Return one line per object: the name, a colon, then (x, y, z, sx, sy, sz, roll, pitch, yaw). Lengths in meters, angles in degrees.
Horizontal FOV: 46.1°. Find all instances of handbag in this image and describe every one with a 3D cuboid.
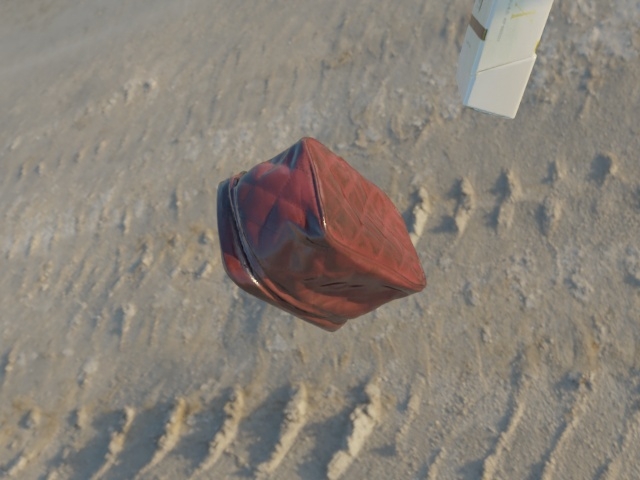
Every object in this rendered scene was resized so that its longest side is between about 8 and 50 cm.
handbag: (0.000, 0.000, 0.781, 0.135, 0.225, 0.147, -27, 58, 25)

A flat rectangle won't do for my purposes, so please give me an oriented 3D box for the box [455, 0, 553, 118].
box: (0.125, -0.163, 0.474, 0.040, 0.155, 0.084, 12, 25, -2)
